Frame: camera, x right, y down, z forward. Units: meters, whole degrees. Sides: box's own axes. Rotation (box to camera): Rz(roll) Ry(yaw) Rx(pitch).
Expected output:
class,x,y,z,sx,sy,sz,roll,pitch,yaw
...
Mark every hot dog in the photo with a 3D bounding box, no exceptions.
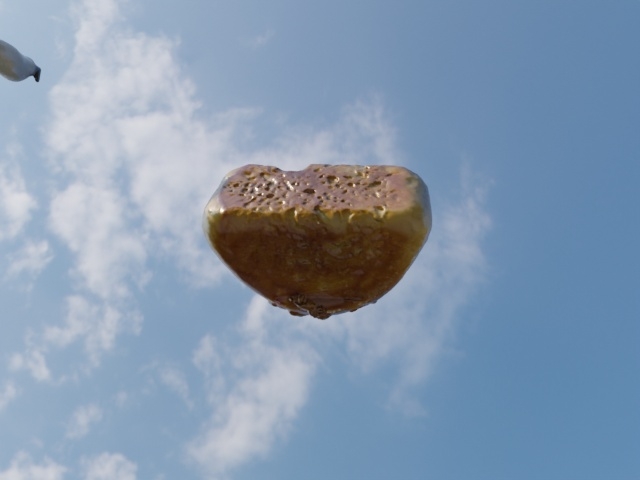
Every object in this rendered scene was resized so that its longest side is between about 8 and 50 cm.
class,x,y,z,sx,sy,sz,roll,pitch,yaw
hot dog,0.000,0.000,0.711,0.256,0.150,0.153,1,-50,11

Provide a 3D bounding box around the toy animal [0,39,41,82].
class,x,y,z,sx,sy,sz,roll,pitch,yaw
toy animal,-0.501,-0.194,0.790,0.154,0.325,0.208,-9,-47,36
